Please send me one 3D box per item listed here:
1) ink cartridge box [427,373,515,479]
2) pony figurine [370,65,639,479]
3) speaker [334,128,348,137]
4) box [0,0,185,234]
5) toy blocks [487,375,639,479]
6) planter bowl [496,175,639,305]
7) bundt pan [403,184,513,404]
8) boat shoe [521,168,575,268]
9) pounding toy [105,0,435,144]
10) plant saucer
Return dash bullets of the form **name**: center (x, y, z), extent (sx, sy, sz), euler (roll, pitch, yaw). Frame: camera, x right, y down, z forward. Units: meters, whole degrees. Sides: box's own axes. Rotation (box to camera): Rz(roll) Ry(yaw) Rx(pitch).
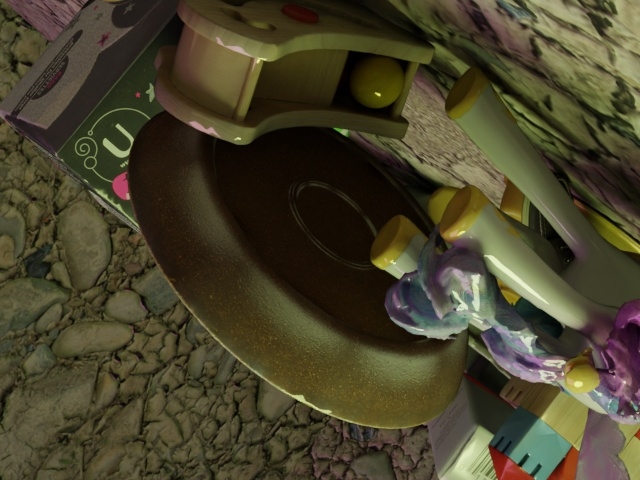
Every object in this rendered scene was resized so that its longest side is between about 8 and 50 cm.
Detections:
- **ink cartridge box**: center (0.276, 0.253, 1.978), extent (0.308, 0.091, 0.385), euler (32, -162, -12)
- **pony figurine**: center (0.212, 0.079, 1.111), extent (0.363, 0.303, 0.351), euler (37, -153, -15)
- **speaker**: center (-0.035, -0.085, 1.585), extent (0.131, 0.131, 0.296), euler (37, 160, 12)
- **box**: center (-0.127, -0.145, 1.328), extent (0.142, 0.247, 0.163), euler (44, 173, -34)
- **toy blocks**: center (0.303, 0.238, 1.596), extent (0.381, 0.261, 0.191), euler (41, 174, -20)
- **planter bowl**: center (0.223, 0.040, 1.399), extent (0.217, 0.090, 0.217), euler (39, 175, 4)
- **bundt pan**: center (0.163, 0.057, 1.757), extent (0.331, 0.124, 0.331), euler (39, 175, 4)
- **boat shoe**: center (0.201, 0.016, 1.285), extent (0.049, 0.056, 0.152), euler (17, 124, 53)
- **pounding toy**: center (-0.035, -0.163, 1.144), extent (0.269, 0.155, 0.154), euler (6, -155, -30)
- **plant saucer**: center (0.000, 0.000, 1.180), extent (0.310, 0.050, 0.311), euler (31, -147, -22)
